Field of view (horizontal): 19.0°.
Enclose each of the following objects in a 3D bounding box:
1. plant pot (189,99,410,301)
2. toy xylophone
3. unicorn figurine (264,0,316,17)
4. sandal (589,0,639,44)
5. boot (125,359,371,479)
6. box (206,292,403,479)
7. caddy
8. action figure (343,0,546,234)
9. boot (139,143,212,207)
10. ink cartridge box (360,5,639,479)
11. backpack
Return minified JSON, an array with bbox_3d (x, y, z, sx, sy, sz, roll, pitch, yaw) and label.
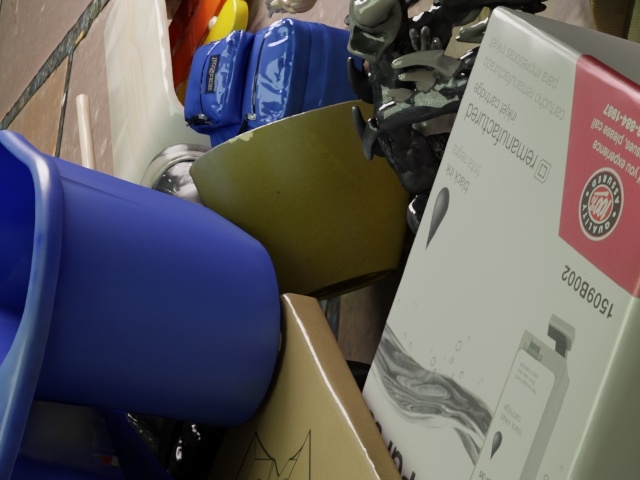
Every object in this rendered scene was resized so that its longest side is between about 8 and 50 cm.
[{"bbox_3d":[-0.001,-0.016,1.137,0.134,0.134,0.095,-34,71,61],"label":"plant pot"},{"bbox_3d":[-0.124,-0.119,1.536,0.236,0.081,0.322,126,149,-46],"label":"toy xylophone"},{"bbox_3d":[0.029,-0.202,1.201,0.162,0.060,0.111,-62,10,0],"label":"unicorn figurine"},{"bbox_3d":[0.171,-0.171,0.868,0.049,0.072,0.180,-71,1,-61],"label":"sandal"},{"bbox_3d":[-0.066,0.201,1.133,0.260,0.131,0.348,20,85,62],"label":"boot"},{"bbox_3d":[-0.018,0.136,0.889,0.201,0.021,0.164,-117,45,-64],"label":"box"},{"bbox_3d":[-0.157,0.072,1.022,0.341,0.179,0.241,-151,77,-70],"label":"caddy"},{"bbox_3d":[0.071,-0.110,0.945,0.164,0.141,0.275,-84,-22,-49],"label":"action figure"},{"bbox_3d":[-0.104,0.071,1.355,0.178,0.085,0.236,-112,33,-57],"label":"boot"},{"bbox_3d":[0.111,0.070,0.793,0.207,0.117,0.283,-130,56,-64],"label":"ink cartridge box"},{"bbox_3d":[-0.029,-0.095,1.266,0.120,0.101,0.098,-4,81,63],"label":"backpack"}]
